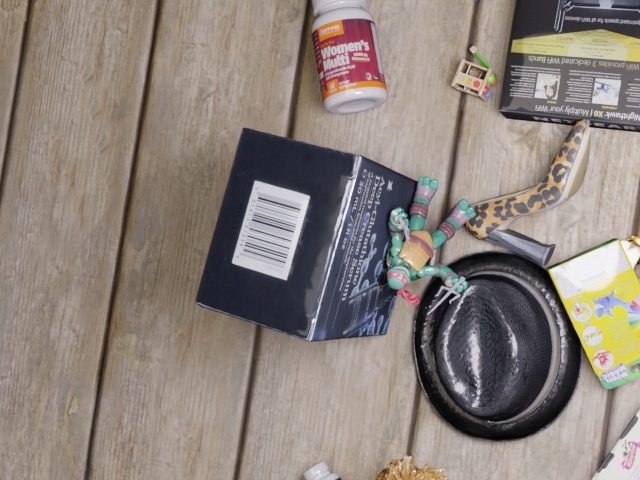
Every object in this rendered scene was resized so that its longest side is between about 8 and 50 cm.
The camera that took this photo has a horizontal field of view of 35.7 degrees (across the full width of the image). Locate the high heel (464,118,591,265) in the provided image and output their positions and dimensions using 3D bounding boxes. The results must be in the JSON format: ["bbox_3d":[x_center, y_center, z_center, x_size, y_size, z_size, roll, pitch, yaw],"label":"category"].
[{"bbox_3d":[0.347,-0.107,1.707,0.186,0.093,0.261,26,106,26],"label":"high heel"}]

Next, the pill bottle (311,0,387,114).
[{"bbox_3d":[0.049,-0.355,1.842,0.121,0.121,0.221,-12,82,20],"label":"pill bottle"}]

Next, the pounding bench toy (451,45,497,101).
[{"bbox_3d":[0.285,-0.300,1.782,0.065,0.052,0.083,24,94,21],"label":"pounding bench toy"}]

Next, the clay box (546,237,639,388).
[{"bbox_3d":[0.480,0.122,1.648,0.127,0.053,0.222,-24,90,9],"label":"clay box"}]

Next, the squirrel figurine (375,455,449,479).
[{"bbox_3d":[0.159,0.556,1.592,0.281,0.370,0.397,-31,75,17],"label":"squirrel figurine"}]

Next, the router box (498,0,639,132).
[{"bbox_3d":[0.477,-0.316,1.692,0.309,0.081,0.243,10,89,22],"label":"router box"}]

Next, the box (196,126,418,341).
[{"bbox_3d":[0.000,0.000,1.685,0.212,0.395,0.293,16,92,21],"label":"box"}]

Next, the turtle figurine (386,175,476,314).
[{"bbox_3d":[0.167,0.009,1.664,0.175,0.234,0.118,44,143,-19],"label":"turtle figurine"}]

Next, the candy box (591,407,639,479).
[{"bbox_3d":[0.580,0.392,1.602,0.233,0.071,0.159,35,99,19],"label":"candy box"}]

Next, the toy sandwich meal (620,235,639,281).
[{"bbox_3d":[0.530,0.029,1.672,0.086,0.029,0.085,-2,85,21],"label":"toy sandwich meal"}]

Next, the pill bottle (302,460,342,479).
[{"bbox_3d":[0.018,0.468,1.817,0.067,0.067,0.120,-37,74,15],"label":"pill bottle"}]

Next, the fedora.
[{"bbox_3d":[0.286,0.180,1.690,0.334,0.152,0.334,-2,85,21],"label":"fedora"}]
